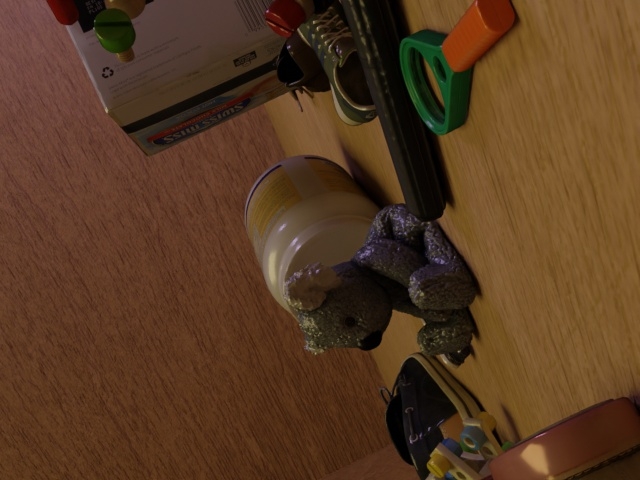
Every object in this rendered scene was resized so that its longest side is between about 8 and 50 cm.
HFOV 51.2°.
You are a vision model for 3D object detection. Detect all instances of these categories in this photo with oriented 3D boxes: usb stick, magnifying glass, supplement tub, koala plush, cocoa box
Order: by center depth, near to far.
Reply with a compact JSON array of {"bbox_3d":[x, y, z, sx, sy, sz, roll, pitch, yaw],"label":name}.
[{"bbox_3d":[0.103,-0.141,0.527,0.231,0.026,0.092,164,81,-88],"label":"magnifying glass"},{"bbox_3d":[0.076,-0.142,0.687,0.077,0.045,0.278,-111,-2,-56],"label":"usb stick"},{"bbox_3d":[0.064,0.070,0.891,0.196,0.221,0.203,70,174,-57],"label":"koala plush"},{"bbox_3d":[-0.208,-0.336,1.117,0.228,0.347,0.231,82,163,-79],"label":"cocoa box"},{"bbox_3d":[0.000,0.000,1.211,0.331,0.241,0.241,-121,7,-62],"label":"supplement tub"}]

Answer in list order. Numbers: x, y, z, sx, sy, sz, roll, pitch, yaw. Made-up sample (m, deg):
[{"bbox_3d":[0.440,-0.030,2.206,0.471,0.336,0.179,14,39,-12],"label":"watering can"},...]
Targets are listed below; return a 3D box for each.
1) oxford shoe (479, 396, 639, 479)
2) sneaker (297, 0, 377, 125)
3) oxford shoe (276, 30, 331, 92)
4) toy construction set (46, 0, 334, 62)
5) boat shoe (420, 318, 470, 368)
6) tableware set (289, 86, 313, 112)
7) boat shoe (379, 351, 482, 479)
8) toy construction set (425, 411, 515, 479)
[{"bbox_3d":[0.219,0.268,0.608,0.397,0.140,0.147,71,174,-62],"label":"oxford shoe"},{"bbox_3d":[0.026,-0.228,0.782,0.192,0.064,0.086,66,169,-13],"label":"sneaker"},{"bbox_3d":[-0.023,-0.260,0.971,0.083,0.096,0.227,63,178,3],"label":"oxford shoe"},{"bbox_3d":[-0.119,-0.312,0.583,0.257,0.308,0.237,56,170,9],"label":"toy construction set"},{"bbox_3d":[0.187,0.133,1.011,0.046,0.038,0.125,16,-143,-34],"label":"boat shoe"},{"bbox_3d":[-0.072,-0.375,1.376,0.128,0.039,0.194,47,-160,-62],"label":"tableware set"},{"bbox_3d":[0.202,0.344,1.317,0.187,0.156,0.500,63,178,-2],"label":"boat shoe"},{"bbox_3d":[0.274,0.420,0.970,0.328,0.151,0.215,57,149,17],"label":"toy construction set"}]
